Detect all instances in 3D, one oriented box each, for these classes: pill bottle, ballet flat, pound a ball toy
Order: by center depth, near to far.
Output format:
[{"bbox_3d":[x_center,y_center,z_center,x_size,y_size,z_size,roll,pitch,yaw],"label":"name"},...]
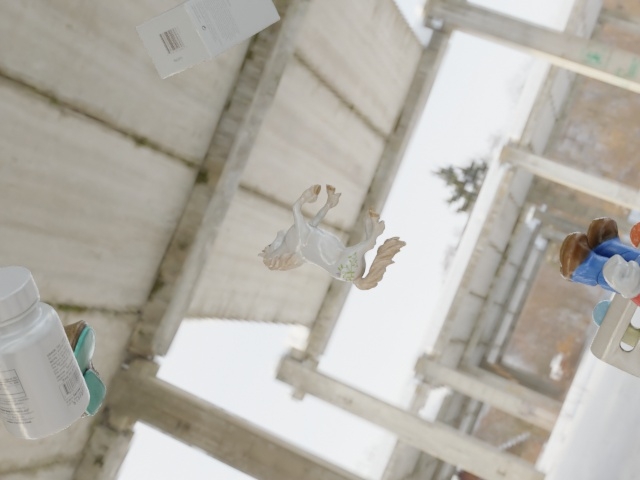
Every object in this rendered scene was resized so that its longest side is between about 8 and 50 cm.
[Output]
[{"bbox_3d":[-0.428,0.159,1.500,0.131,0.131,0.229,-49,-46,-48],"label":"pill bottle"},{"bbox_3d":[0.542,0.066,1.709,0.208,0.135,0.319,-32,-36,-60],"label":"pound a ball toy"},{"bbox_3d":[-0.487,0.234,1.976,0.342,0.124,0.116,98,-165,-62],"label":"ballet flat"}]

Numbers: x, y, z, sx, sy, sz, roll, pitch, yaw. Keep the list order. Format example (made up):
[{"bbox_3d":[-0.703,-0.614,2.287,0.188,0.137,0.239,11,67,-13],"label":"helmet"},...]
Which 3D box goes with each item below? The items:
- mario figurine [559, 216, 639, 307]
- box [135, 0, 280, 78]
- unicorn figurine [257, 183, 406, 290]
[{"bbox_3d":[0.512,0.034,1.477,0.198,0.320,0.170,-54,-37,-18],"label":"mario figurine"},{"bbox_3d":[-0.171,-0.334,1.603,0.170,0.130,0.091,-40,-70,-41],"label":"box"},{"bbox_3d":[0.000,0.000,1.079,0.060,0.162,0.111,3,-65,-56],"label":"unicorn figurine"}]
